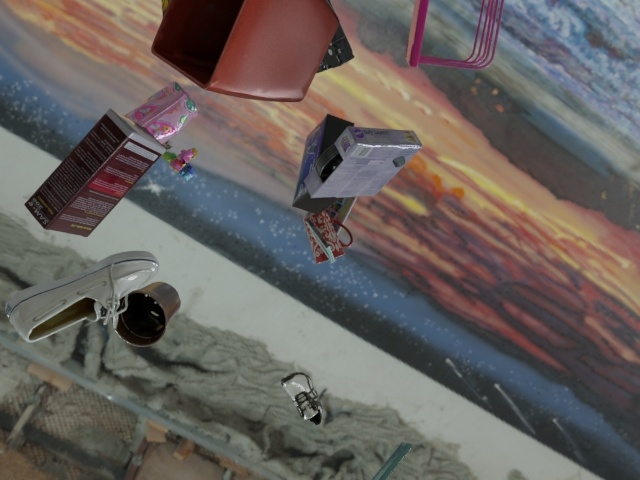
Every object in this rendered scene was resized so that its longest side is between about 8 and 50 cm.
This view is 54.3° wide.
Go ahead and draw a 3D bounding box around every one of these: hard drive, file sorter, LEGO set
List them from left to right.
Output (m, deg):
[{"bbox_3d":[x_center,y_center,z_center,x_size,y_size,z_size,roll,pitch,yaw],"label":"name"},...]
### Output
[{"bbox_3d":[-0.419,-0.257,1.900,0.227,0.093,0.087,37,167,51],"label":"LEGO set"},{"bbox_3d":[-0.050,-0.651,1.791,0.064,0.237,0.339,-37,-70,-23],"label":"hard drive"},{"bbox_3d":[0.308,-0.510,1.462,0.182,0.202,0.290,8,-160,3],"label":"file sorter"}]

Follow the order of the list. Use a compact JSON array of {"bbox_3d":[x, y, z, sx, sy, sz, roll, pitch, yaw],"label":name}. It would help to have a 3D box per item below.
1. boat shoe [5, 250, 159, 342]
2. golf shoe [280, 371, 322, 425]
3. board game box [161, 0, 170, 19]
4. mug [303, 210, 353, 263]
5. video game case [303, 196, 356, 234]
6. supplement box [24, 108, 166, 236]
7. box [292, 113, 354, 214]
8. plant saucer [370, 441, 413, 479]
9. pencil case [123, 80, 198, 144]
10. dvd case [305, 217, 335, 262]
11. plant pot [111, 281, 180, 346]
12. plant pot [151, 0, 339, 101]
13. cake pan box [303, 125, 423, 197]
[{"bbox_3d":[-0.531,0.145,1.479,0.367,0.136,0.156,-20,-126,-36],"label":"boat shoe"},{"bbox_3d":[-0.041,0.436,1.714,0.198,0.077,0.094,55,-173,-42],"label":"golf shoe"},{"bbox_3d":[-0.280,-0.651,1.662,0.305,0.193,0.053,9,-152,15],"label":"board game box"},{"bbox_3d":[0.022,-0.017,2.225,0.150,0.113,0.169,-19,-92,-37],"label":"mug"},{"bbox_3d":[0.036,-0.120,2.294,0.143,0.157,0.019,27,179,11],"label":"video game case"},{"bbox_3d":[-0.416,-0.120,1.165,0.073,0.239,0.130,45,-175,14],"label":"supplement box"},{"bbox_3d":[0.008,-0.237,1.966,0.103,0.184,0.261,17,-110,-16],"label":"box"},{"bbox_3d":[0.197,0.667,1.827,0.018,0.067,0.192,45,-108,1],"label":"plant saucer"},{"bbox_3d":[-0.461,-0.302,1.654,0.124,0.124,0.284,43,-114,9],"label":"pencil case"},{"bbox_3d":[0.000,0.000,1.746,0.119,0.013,0.087,56,173,32],"label":"dvd case"},{"bbox_3d":[-0.497,0.203,1.825,0.167,0.167,0.165,38,-165,-1],"label":"plant pot"},{"bbox_3d":[-0.128,-0.408,1.200,0.236,0.267,0.267,15,-162,-43],"label":"plant pot"},{"bbox_3d":[0.114,-0.212,1.740,0.267,0.246,0.070,-6,-120,-38],"label":"cake pan box"}]
